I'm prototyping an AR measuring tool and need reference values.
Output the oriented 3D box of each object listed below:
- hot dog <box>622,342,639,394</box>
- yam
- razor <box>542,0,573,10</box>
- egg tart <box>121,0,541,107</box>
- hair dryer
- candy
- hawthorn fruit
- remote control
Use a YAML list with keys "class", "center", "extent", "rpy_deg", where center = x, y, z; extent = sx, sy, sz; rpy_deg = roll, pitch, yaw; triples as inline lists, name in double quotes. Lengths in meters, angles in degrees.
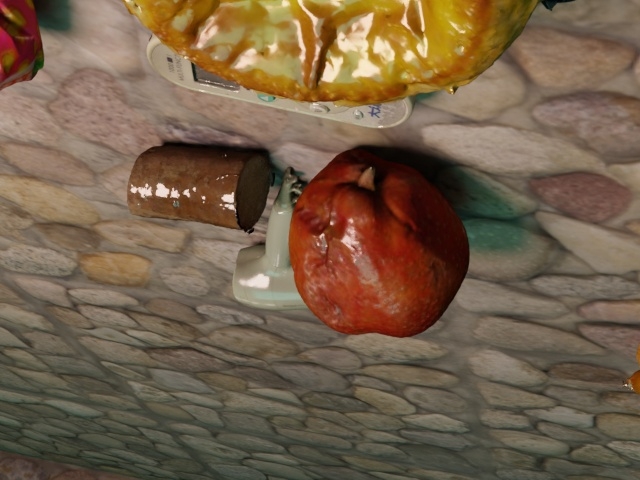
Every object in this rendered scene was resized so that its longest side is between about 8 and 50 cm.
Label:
- class: "hot dog"
  center: [0.462, 0.147, 1.179]
  extent: [0.269, 0.072, 0.109]
  rpy_deg: [-2, 157, 32]
- class: "yam"
  center: [-0.118, -0.054, 1.067]
  extent: [0.127, 0.084, 0.084]
  rpy_deg: [9, 156, 18]
- class: "razor"
  center: [0.208, -0.176, 0.675]
  extent: [0.190, 0.033, 0.066]
  rpy_deg: [-8, 148, 39]
- class: "egg tart"
  center: [-0.001, -0.192, 0.661]
  extent: [0.294, 0.116, 0.295]
  rpy_deg: [12, 153, 6]
- class: "hair dryer"
  center: [0.000, 0.000, 1.163]
  extent: [0.206, 0.075, 0.237]
  rpy_deg: [3, 146, 8]
- class: "candy"
  center: [-0.268, -0.235, 0.766]
  extent: [0.124, 0.124, 0.365]
  rpy_deg: [15, 148, -1]
- class: "hawthorn fruit"
  center: [0.051, 0.000, 1.016]
  extent: [0.173, 0.173, 0.179]
  rpy_deg: [-10, 120, 43]
- class: "remote control"
  center: [-0.031, -0.139, 0.881]
  extent: [0.221, 0.042, 0.078]
  rpy_deg: [14, 157, 5]
